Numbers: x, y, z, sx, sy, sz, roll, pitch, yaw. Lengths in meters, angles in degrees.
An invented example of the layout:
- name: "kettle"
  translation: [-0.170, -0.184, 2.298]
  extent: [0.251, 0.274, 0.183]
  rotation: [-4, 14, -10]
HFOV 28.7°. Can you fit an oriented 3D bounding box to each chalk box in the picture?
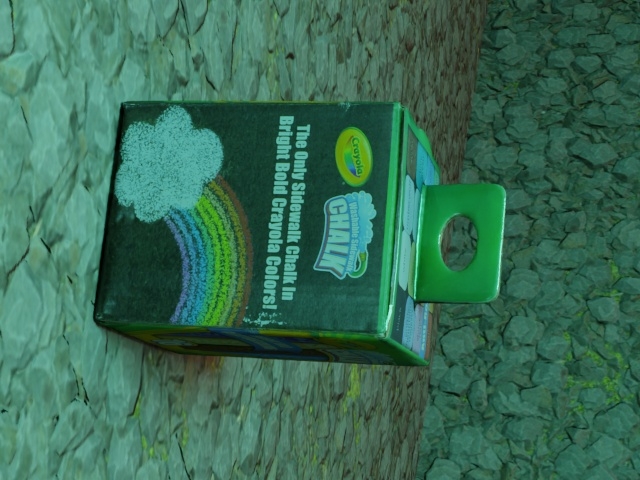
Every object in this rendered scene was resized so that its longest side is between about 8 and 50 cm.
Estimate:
- name: "chalk box"
  translation: [0.000, 0.000, 0.980]
  extent: [0.179, 0.289, 0.180]
  rotation: [42, 53, -72]
